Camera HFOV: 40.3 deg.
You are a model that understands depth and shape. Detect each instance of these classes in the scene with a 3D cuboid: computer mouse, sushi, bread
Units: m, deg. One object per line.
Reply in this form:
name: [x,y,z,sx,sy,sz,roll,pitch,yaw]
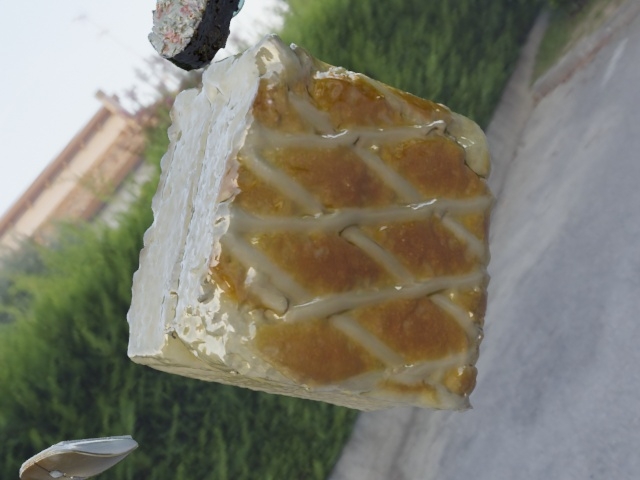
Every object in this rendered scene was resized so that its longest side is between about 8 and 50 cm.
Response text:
computer mouse: [-0.336,0.314,1.236,0.102,0.045,0.199,-31,-18,12]
sushi: [-0.166,-0.303,1.155,0.078,0.090,0.150,26,-90,-61]
bread: [0.000,0.000,1.040,0.279,0.390,0.371,-9,67,57]

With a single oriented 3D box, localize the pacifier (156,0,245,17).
pacifier: [-0.206,-0.411,1.492,0.150,0.127,0.116,-22,-11,-11]
